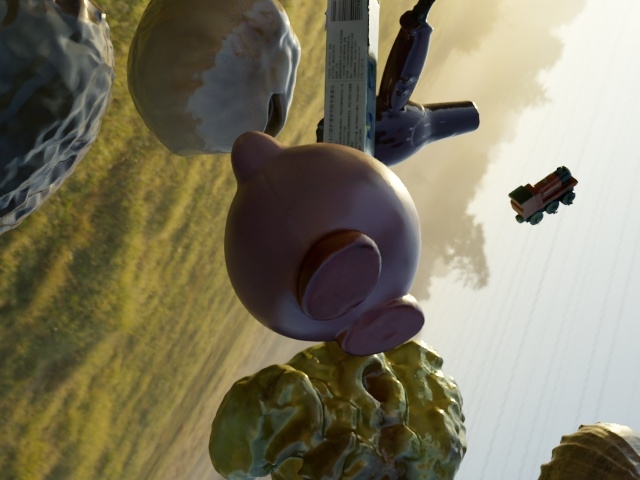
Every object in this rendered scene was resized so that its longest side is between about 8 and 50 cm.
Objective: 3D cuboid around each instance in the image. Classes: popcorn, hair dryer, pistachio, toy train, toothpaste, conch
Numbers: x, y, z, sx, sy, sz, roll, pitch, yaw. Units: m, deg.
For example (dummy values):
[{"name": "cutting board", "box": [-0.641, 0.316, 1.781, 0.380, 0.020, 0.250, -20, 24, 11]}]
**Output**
[{"name": "popcorn", "box": [0.043, 0.208, 0.787, 0.286, 0.225, 0.173, -13, 129, -50]}, {"name": "hair dryer", "box": [0.161, -0.255, 1.137, 0.313, 0.123, 0.340, -17, 150, -26]}, {"name": "pistachio", "box": [-0.220, -0.343, 1.471, 0.281, 0.365, 0.445, -35, 180, -43]}, {"name": "toy train", "box": [0.318, -0.066, 1.038, 0.103, 0.044, 0.064, -33, 135, -2]}, {"name": "toothpaste", "box": [0.042, -0.175, 1.034, 0.081, 0.067, 0.336, -6, 99, -74]}, {"name": "conch", "box": [0.328, 0.280, 0.833, 0.155, 0.130, 0.207, -25, -179, -7]}]

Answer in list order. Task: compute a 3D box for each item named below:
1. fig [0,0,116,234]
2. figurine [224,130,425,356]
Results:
[{"name": "fig", "box": [-0.301, -0.057, 0.541, 0.286, 0.287, 0.368, 111, -25, -57]}, {"name": "figurine", "box": [0.000, 0.000, 0.608, 0.173, 0.173, 0.173, -60, 175, -9]}]
